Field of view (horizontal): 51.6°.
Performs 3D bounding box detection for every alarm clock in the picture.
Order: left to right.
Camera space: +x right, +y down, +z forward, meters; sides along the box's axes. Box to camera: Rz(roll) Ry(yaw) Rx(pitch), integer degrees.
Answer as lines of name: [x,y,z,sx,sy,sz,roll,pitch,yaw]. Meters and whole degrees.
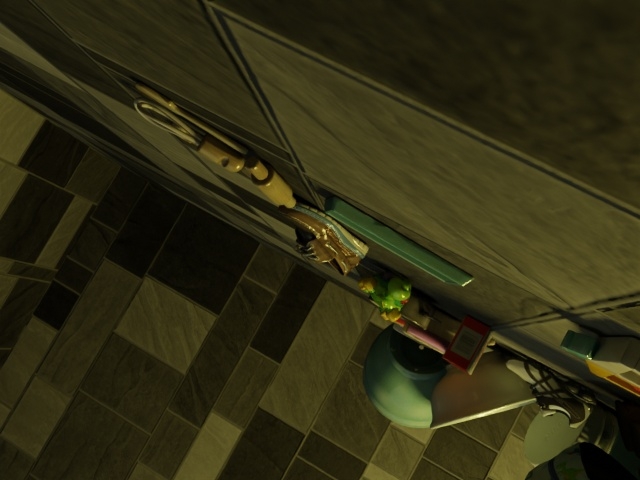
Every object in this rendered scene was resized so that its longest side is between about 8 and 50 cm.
alarm clock: [0.174,0.128,1.304,0.129,0.064,0.192,32,177,-31]

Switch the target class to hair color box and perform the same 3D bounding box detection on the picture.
hair color box: [0.286,0.205,1.279,0.053,0.093,0.167,28,175,21]

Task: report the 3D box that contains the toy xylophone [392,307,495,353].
toy xylophone: [0.268,0.210,1.513,0.236,0.081,0.322,28,175,13]

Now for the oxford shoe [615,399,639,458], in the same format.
oxford shoe: [0.540,0.311,1.096,0.076,0.076,0.212,-12,179,9]

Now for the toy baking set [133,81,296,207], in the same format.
toy baking set: [-0.131,-0.108,0.822,0.197,0.030,0.256,28,175,14]

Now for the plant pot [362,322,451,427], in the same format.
plant pot: [0.260,0.318,1.749,0.293,0.293,0.196,27,149,21]

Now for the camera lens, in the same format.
camera lens: [0.642,0.513,1.530,0.274,0.219,0.219,39,174,-6]

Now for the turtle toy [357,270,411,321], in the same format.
turtle toy: [0.126,0.094,1.206,0.095,0.066,0.130,53,171,-2]

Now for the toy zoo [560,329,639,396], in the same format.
toy zoo: [0.384,0.165,0.659,0.293,0.030,0.192,28,175,20]

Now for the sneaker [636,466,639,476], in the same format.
sneaker: [0.670,0.430,1.109,0.297,0.129,0.111,35,-168,-25]

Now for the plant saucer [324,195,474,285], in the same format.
plant saucer: [0.089,0.003,0.787,0.192,0.018,0.067,29,176,-8]

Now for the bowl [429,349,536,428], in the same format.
bowl: [0.382,0.343,1.563,0.298,0.298,0.134,41,-149,-68]

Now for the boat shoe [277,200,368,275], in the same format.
boat shoe: [0.000,0.000,0.966,0.183,0.066,0.066,33,174,-39]

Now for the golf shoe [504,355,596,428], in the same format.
golf shoe: [0.459,0.309,1.365,0.198,0.093,0.077,28,176,34]

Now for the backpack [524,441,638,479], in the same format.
backpack: [0.491,0.515,1.091,0.290,0.273,0.355,-11,-108,-61]

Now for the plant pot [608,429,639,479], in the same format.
plant pot: [0.645,0.488,1.291,0.165,0.234,0.166,25,174,44]
